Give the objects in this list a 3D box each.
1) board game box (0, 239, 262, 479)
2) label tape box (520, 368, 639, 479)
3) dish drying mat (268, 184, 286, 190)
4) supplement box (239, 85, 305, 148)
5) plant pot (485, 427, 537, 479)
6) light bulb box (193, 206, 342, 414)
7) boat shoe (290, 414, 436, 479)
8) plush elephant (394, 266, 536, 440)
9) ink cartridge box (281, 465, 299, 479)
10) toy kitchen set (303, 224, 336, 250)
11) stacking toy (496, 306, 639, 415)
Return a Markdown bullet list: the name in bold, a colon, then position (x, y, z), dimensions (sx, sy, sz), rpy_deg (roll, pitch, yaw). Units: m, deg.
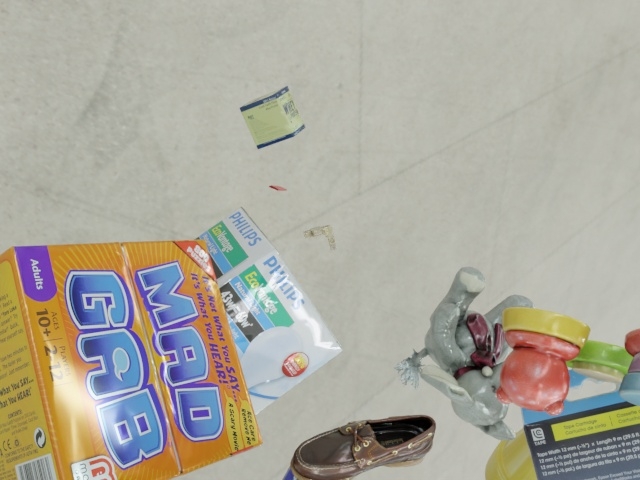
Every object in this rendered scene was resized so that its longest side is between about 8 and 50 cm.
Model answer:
- **board game box**: position (-0.377, 0.227, 1.170), dimensions (0.356, 0.356, 0.356), rpy_deg (-3, 72, -53)
- **label tape box**: position (0.481, 0.375, 1.172), dimensions (0.115, 0.249, 0.348), rpy_deg (27, 48, -52)
- **dish drying mat**: position (-0.123, -0.152, 2.130), dimensions (0.008, 0.032, 0.083), rpy_deg (-68, 167, 8)
- **supplement box**: position (-0.087, -0.223, 1.337), dimensions (0.083, 0.083, 0.056), rpy_deg (66, 29, -16)
- **plant pot**: position (0.569, 0.549, 1.829), dimensions (0.254, 0.254, 0.239), rpy_deg (-22, 140, -42)
- **light bulb box**: position (-0.203, 0.188, 1.645), dimensions (0.361, 0.225, 0.358), rpy_deg (-36, 126, -6)
- **boat shoe**: position (0.060, 0.274, 0.999), dimensions (0.207, 0.073, 0.073), rpy_deg (-6, 134, -24)
- **plush elephant**: position (0.328, 0.260, 1.520), dimensions (0.330, 0.255, 0.272), rpy_deg (-45, 133, 11)
- **ink cartridge box**: position (0.046, 0.499, 1.033), dimensions (0.069, 0.371, 0.176), rpy_deg (-29, -177, 17)
- **toy kitchen set**: position (0.000, 0.000, 2.140), dimensions (0.083, 0.068, 0.075), rpy_deg (-14, 98, -4)
- **stacking toy**: position (0.418, 0.204, 1.017), dimensions (0.279, 0.309, 0.130), rpy_deg (32, 69, -47)
